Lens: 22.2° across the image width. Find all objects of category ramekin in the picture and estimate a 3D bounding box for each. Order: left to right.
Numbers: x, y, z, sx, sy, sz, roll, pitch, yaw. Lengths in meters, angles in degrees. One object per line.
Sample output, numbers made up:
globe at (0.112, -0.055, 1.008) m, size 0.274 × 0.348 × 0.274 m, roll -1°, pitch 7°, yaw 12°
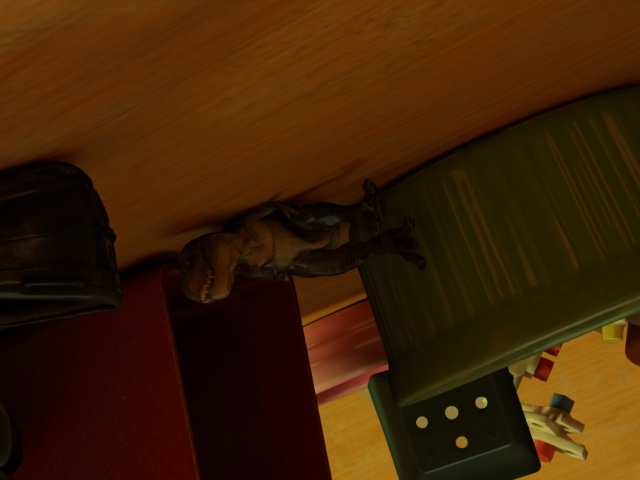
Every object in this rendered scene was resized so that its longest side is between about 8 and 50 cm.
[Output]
ramekin at (0.169, 0.002, 1.243) m, size 0.303 × 0.148 × 0.303 m, roll -22°, pitch 172°, yaw -3°

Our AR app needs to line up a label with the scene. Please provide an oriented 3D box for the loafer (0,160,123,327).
loafer at (-0.192, 0.030, 0.709) m, size 0.223 × 0.078 × 0.076 m, roll -19°, pitch 171°, yaw -25°

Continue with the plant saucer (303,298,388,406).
plant saucer at (0.051, 0.130, 1.987) m, size 0.332 × 0.084 × 0.332 m, roll -23°, pitch 171°, yaw -4°

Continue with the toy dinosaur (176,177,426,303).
toy dinosaur at (0.000, 0.000, 1.100) m, size 0.118 × 0.064 × 0.268 m, roll -10°, pitch 177°, yaw 22°

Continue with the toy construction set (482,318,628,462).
toy construction set at (0.302, 0.140, 2.110) m, size 0.151 × 0.215 × 0.327 m, roll 102°, pitch 13°, yaw -59°

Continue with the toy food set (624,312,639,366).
toy food set at (0.267, 0.019, 1.642) m, size 0.111 × 0.232 × 0.104 m, roll -54°, pitch -168°, yaw 42°

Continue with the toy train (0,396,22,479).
toy train at (-0.283, 0.129, 0.961) m, size 0.190 × 0.142 × 0.334 m, roll -33°, pitch 172°, yaw -10°

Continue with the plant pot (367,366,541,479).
plant pot at (0.149, 0.199, 1.813) m, size 0.166 × 0.165 × 0.234 m, roll -18°, pitch 169°, yaw 1°

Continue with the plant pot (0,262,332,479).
plant pot at (-0.147, 0.170, 1.205) m, size 0.236 × 0.267 × 0.267 m, roll -12°, pitch 175°, yaw 17°
